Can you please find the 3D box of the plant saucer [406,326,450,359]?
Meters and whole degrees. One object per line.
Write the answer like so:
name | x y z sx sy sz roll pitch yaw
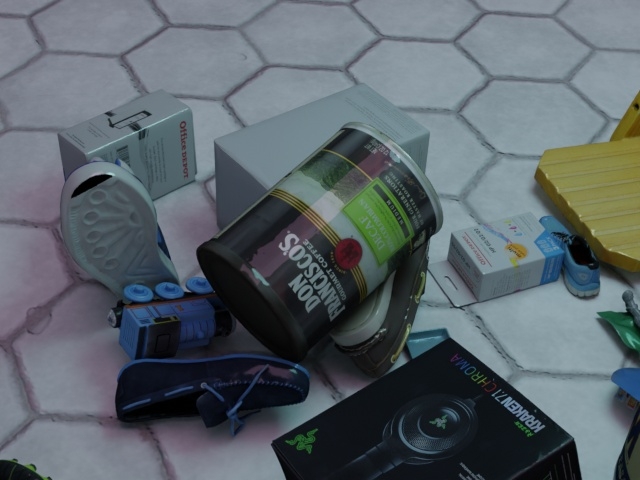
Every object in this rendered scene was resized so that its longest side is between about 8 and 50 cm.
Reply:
plant saucer | 0.171 0.198 1.463 0.067 0.018 0.192 -7 44 -11

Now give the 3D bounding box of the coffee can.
coffee can | 0.000 0.000 1.428 0.275 0.201 0.201 -42 57 -19

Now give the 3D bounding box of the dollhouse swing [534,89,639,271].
dollhouse swing | 0.575 -0.149 1.690 0.305 0.315 0.346 4 38 -28

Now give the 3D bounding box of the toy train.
toy train | -0.201 0.109 1.473 0.184 0.080 0.105 -6 35 -35

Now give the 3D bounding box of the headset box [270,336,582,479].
headset box | 0.113 0.277 1.215 0.283 0.131 0.246 -28 34 -15

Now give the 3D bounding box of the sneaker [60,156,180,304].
sneaker | -0.312 -0.057 1.497 0.130 0.322 0.236 -29 55 -7

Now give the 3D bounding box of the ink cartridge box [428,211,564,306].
ink cartridge box | 0.267 0.028 1.624 0.181 0.061 0.104 -15 44 -18

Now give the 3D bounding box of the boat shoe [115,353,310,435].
boat shoe | -0.141 0.211 1.386 0.258 0.109 0.089 -6 47 14

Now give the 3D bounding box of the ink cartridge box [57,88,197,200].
ink cartridge box | -0.308 -0.135 1.710 0.203 0.148 0.086 -30 49 -32

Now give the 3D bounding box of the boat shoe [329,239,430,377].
boat shoe | 0.102 0.062 1.552 0.117 0.096 0.324 -15 31 30

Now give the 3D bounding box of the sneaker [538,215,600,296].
sneaker | 0.391 0.010 1.643 0.063 0.073 0.162 -13 44 -17

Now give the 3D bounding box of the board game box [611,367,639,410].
board game box | 0.470 0.228 1.426 0.133 0.033 0.169 2 24 -36

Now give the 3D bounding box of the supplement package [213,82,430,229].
supplement package | 0.000 -0.097 1.663 0.293 0.177 0.175 -24 48 -28

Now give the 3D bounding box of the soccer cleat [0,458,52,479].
soccer cleat | -0.338 0.324 1.261 0.179 0.060 0.072 29 49 23

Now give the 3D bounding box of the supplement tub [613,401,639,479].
supplement tub | 0.466 0.248 1.191 0.236 0.324 0.235 2 42 -2

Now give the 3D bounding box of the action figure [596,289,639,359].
action figure | 0.497 0.149 1.481 0.137 0.063 0.232 -11 34 -5
